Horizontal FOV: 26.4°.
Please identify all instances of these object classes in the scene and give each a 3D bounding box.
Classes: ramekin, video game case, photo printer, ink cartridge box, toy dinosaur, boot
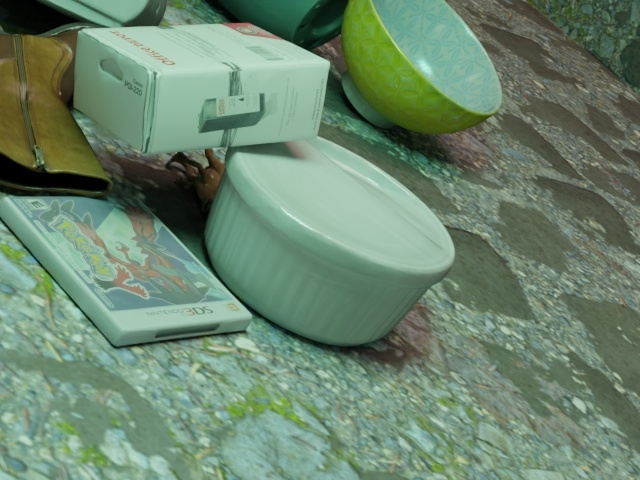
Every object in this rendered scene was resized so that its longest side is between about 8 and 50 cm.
[{"bbox_3d":[0.000,0.000,1.467,0.273,0.127,0.273,25,23,-12],"label":"ramekin"},{"bbox_3d":[-0.187,0.023,1.321,0.201,0.023,0.183,43,25,27],"label":"video game case"},{"bbox_3d":[-0.320,-0.342,1.718,0.256,0.107,0.307,26,4,-5],"label":"photo printer"},{"bbox_3d":[-0.125,-0.162,1.416,0.218,0.092,0.158,-7,27,-38],"label":"ink cartridge box"},{"bbox_3d":[-0.128,-0.077,1.588,0.092,0.053,0.183,45,28,-7],"label":"toy dinosaur"},{"bbox_3d":[-0.270,-0.145,1.463,0.264,0.096,0.280,13,27,-36],"label":"boot"}]

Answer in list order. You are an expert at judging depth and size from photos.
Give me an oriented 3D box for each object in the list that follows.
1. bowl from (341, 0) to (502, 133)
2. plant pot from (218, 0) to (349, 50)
[{"bbox_3d":[0.125,-0.263,2.091,0.289,0.156,0.289,33,35,-26],"label":"bowl"},{"bbox_3d":[-0.040,-0.446,2.156,0.235,0.293,0.293,52,28,15],"label":"plant pot"}]
